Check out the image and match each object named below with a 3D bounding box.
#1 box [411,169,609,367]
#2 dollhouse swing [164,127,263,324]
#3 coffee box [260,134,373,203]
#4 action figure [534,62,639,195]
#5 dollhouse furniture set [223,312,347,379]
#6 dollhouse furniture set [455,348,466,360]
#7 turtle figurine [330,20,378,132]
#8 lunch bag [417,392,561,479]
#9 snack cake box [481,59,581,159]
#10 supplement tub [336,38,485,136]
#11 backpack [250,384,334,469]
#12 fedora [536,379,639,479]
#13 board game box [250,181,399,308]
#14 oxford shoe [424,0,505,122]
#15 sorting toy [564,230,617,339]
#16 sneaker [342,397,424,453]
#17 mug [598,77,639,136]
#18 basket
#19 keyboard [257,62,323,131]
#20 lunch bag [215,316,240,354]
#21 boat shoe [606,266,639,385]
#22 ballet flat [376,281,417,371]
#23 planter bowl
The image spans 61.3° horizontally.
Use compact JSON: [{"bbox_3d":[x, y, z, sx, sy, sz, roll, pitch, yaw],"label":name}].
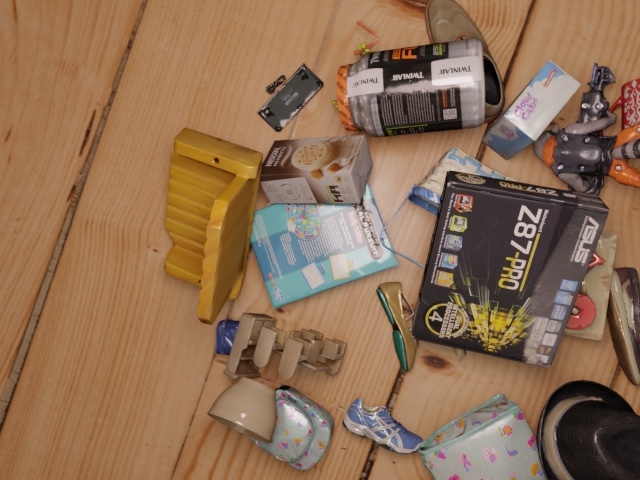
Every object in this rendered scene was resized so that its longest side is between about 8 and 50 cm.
[{"bbox_3d":[0.391,0.067,1.180,0.318,0.097,0.394,11,116,5],"label":"box"},{"bbox_3d":[-0.297,-0.030,1.236,0.315,0.305,0.346,20,118,15],"label":"dollhouse swing"},{"bbox_3d":[-0.012,-0.171,1.321,0.247,0.098,0.141,1,48,24],"label":"coffee box"},{"bbox_3d":[0.649,-0.246,1.235,0.330,0.179,0.341,5,99,44],"label":"action figure"},{"bbox_3d":[-0.098,0.295,1.338,0.242,0.212,0.160,17,89,32],"label":"dollhouse furniture set"},{"bbox_3d":[0.312,0.256,1.362,0.081,0.091,0.114,-16,91,21],"label":"dollhouse furniture set"},{"bbox_3d":[0.133,-0.400,1.378,0.217,0.087,0.269,-43,94,12],"label":"turtle figurine"},{"bbox_3d":[0.396,0.535,1.306,0.262,0.160,0.223,-30,87,-1],"label":"lunch bag"},{"bbox_3d":[0.475,-0.289,1.250,0.089,0.264,0.152,41,93,5],"label":"snack cake box"},{"bbox_3d":[0.206,-0.338,1.226,0.316,0.193,0.193,-3,89,15],"label":"supplement tub"},{"bbox_3d":[-0.063,0.477,1.362,0.188,0.144,0.165,29,88,3],"label":"backpack"},{"bbox_3d":[0.662,0.472,1.220,0.334,0.152,0.333,5,76,-19],"label":"fedora"},{"bbox_3d":[0.000,0.000,1.390,0.336,0.079,0.253,-19,87,5],"label":"board game box"},{"bbox_3d":[0.367,-0.465,1.331,0.123,0.130,0.348,-28,87,5],"label":"oxford shoe"},{"bbox_3d":[0.552,0.090,1.291,0.256,0.089,0.257,8,90,23],"label":"sorting toy"},{"bbox_3d":[0.164,0.471,1.368,0.211,0.080,0.081,20,95,5],"label":"sneaker"},{"bbox_3d":[0.763,-0.296,1.299,0.150,0.113,0.169,-1,86,0],"label":"mug"},{"bbox_3d":[0.318,-0.051,1.295,0.255,0.201,0.289,33,87,3],"label":"basket"},{"bbox_3d":[-0.088,-0.386,1.434,0.108,0.023,0.180,44,93,-2],"label":"keyboard"},{"bbox_3d":[-0.242,0.251,1.419,0.065,0.067,0.098,2,88,5],"label":"lunch bag"},{"bbox_3d":[0.751,0.202,1.300,0.092,0.103,0.285,-13,82,11],"label":"boat shoe"},{"bbox_3d":[0.211,0.214,1.370,0.073,0.080,0.232,-18,89,-9],"label":"ballet flat"},{"bbox_3d":[-0.169,0.390,1.269,0.162,0.162,0.109,22,65,6],"label":"planter bowl"}]
